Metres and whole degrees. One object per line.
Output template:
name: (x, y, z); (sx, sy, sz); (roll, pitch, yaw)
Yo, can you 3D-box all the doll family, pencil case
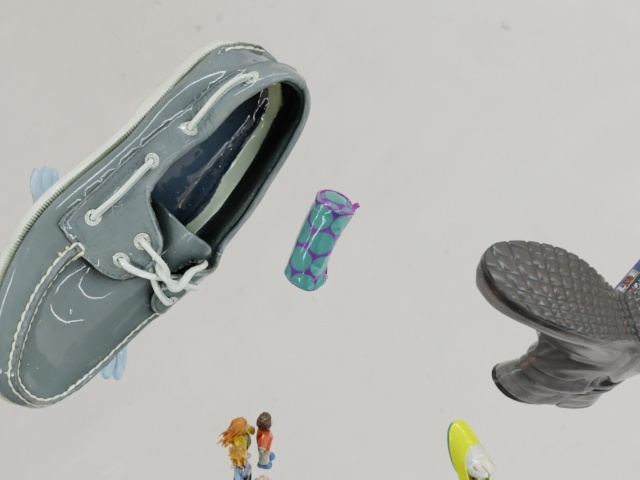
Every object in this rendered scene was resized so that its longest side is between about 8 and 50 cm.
doll family: (-0.154, 0.459, 1.482); (0.118, 0.163, 0.263); (-2, 31, -2)
pencil case: (0.000, 0.000, 1.110); (0.070, 0.152, 0.064); (17, 27, -14)

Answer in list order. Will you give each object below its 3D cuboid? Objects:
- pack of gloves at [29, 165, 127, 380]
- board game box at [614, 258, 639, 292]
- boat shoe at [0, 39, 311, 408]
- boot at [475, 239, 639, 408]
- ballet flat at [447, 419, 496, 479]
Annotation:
pack of gloves: (-0.284, 0.042, 0.825); (0.046, 0.195, 0.232); (-18, 62, 5)
board game box: (0.684, 0.119, 1.368); (0.243, 0.042, 0.165); (36, 99, -13)
boat shoe: (-0.121, -0.009, 0.520); (0.099, 0.116, 0.319); (25, 76, 46)
boot: (0.282, 0.131, 0.898); (0.338, 0.223, 0.118); (21, 48, -21)
ballet flat: (0.301, 0.450, 1.372); (0.077, 0.077, 0.231); (-1, 103, 54)
